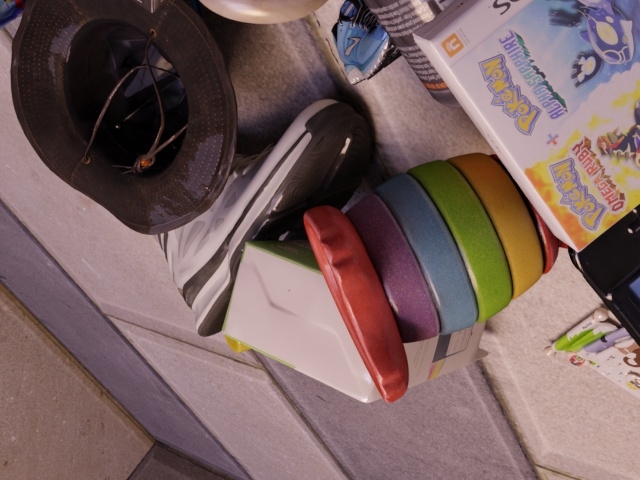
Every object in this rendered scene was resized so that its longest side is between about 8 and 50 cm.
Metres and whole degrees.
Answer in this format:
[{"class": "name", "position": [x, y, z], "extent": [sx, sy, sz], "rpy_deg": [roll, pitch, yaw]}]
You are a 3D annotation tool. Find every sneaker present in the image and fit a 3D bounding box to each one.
[{"class": "sneaker", "position": [-0.125, -0.079, 1.069], "extent": [0.257, 0.169, 0.447], "rpy_deg": [54, 138, 14]}, {"class": "sneaker", "position": [0.042, -0.193, 0.771], "extent": [0.073, 0.063, 0.162], "rpy_deg": [54, 169, -10]}]

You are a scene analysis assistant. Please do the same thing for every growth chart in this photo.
[{"class": "growth chart", "position": [0.398, 0.160, 0.974], "extent": [0.237, 0.021, 0.172], "rpy_deg": [32, 152, 10]}]

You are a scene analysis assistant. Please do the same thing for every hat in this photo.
[{"class": "hat", "position": [-0.206, -0.181, 0.983], "extent": [0.331, 0.134, 0.332], "rpy_deg": [12, 117, 26]}]

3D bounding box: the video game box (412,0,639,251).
[{"class": "video game box", "position": [0.198, -0.125, 0.588], "extent": [0.205, 0.187, 0.048], "rpy_deg": [48, -172, -22]}]

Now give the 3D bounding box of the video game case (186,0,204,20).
[{"class": "video game case", "position": [-0.191, -0.289, 0.984], "extent": [0.119, 0.015, 0.166], "rpy_deg": [28, 152, 18]}]

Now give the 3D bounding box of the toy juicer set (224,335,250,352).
[{"class": "toy juicer set", "position": [-0.150, 0.018, 1.368], "extent": [0.209, 0.089, 0.329], "rpy_deg": [43, 144, 33]}]

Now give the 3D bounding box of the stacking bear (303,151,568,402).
[{"class": "stacking bear", "position": [0.146, -0.009, 0.740], "extent": [0.164, 0.289, 0.175], "rpy_deg": [-125, 12, -72]}]

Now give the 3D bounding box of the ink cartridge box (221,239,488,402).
[{"class": "ink cartridge box", "position": [0.075, 0.079, 1.014], "extent": [0.207, 0.119, 0.353], "rpy_deg": [21, -168, 30]}]

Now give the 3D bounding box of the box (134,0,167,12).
[{"class": "box", "position": [-0.230, -0.347, 0.771], "extent": [0.231, 0.056, 0.183], "rpy_deg": [35, 154, 5]}]

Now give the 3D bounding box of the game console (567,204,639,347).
[{"class": "game console", "position": [0.388, 0.044, 0.631], "extent": [0.293, 0.250, 0.173], "rpy_deg": [47, -173, -17]}]

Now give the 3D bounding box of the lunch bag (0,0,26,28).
[{"class": "lunch bag", "position": [-0.502, -0.414, 1.064], "extent": [0.221, 0.138, 0.293], "rpy_deg": [10, 132, 46]}]

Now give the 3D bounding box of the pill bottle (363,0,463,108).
[{"class": "pill bottle", "position": [0.108, -0.194, 0.640], "extent": [0.246, 0.130, 0.130], "rpy_deg": [50, 151, -23]}]

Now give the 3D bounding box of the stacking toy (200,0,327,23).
[{"class": "stacking toy", "position": [-0.046, -0.336, 0.624], "extent": [0.141, 0.141, 0.330], "rpy_deg": [28, 146, 18]}]
